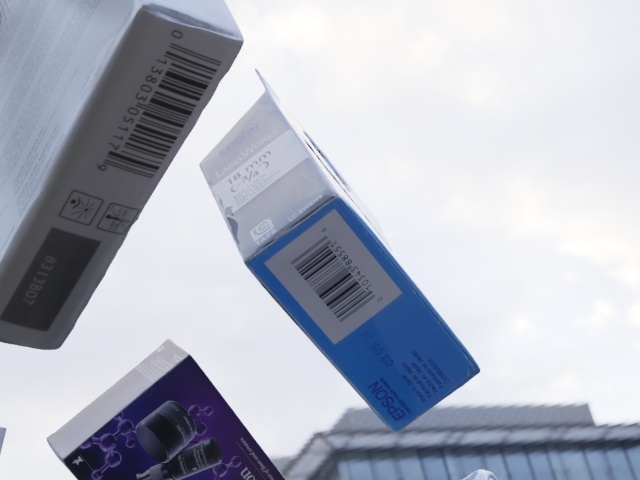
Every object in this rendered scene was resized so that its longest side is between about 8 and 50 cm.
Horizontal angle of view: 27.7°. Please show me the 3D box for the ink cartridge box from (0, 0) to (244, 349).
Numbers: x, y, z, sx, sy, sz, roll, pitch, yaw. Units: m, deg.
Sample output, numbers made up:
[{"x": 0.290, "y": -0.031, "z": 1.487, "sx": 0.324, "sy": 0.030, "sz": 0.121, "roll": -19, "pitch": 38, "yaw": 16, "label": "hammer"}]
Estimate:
[{"x": -0.132, "y": -0.090, "z": 0.656, "sx": 0.066, "sy": 0.232, "sz": 0.189, "roll": 19, "pitch": -61, "yaw": -29, "label": "ink cartridge box"}]

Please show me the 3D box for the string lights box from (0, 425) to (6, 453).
[{"x": -0.385, "y": 0.176, "z": 0.982, "sx": 0.259, "sy": 0.133, "sz": 0.076, "roll": 21, "pitch": -26, "yaw": -27, "label": "string lights box"}]

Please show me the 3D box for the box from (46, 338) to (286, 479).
[{"x": -0.158, "y": 0.275, "z": 1.490, "sx": 0.184, "sy": 0.103, "sz": 0.261, "roll": -39, "pitch": -71, "yaw": -11, "label": "box"}]

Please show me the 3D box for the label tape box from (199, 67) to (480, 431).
[{"x": 0.000, "y": 0.000, "z": 1.258, "sx": 0.106, "sy": 0.334, "sz": 0.241, "roll": -37, "pitch": -61, "yaw": 4, "label": "label tape box"}]

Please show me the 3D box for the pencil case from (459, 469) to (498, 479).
[{"x": 0.027, "y": 0.264, "z": 0.931, "sx": 0.273, "sy": 0.114, "sz": 0.124, "roll": -26, "pitch": 2, "yaw": 12, "label": "pencil case"}]
